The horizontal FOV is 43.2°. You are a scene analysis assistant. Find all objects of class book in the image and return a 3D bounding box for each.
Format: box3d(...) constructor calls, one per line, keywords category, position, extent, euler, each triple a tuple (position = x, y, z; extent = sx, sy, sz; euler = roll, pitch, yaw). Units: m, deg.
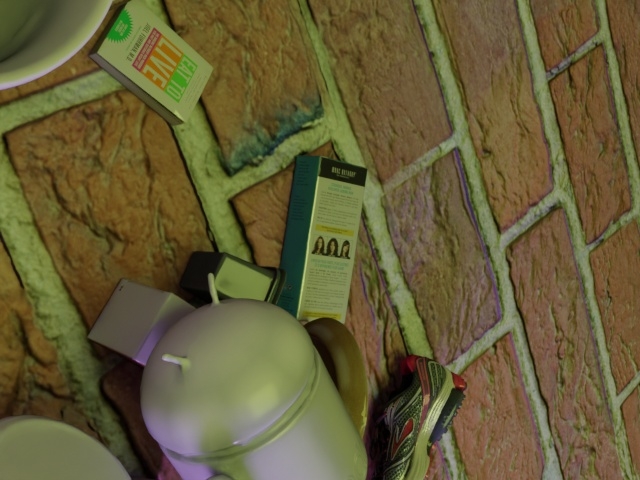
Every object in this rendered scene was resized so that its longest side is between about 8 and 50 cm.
box3d(category="book", position=(-0.213, -0.229, 1.037), extent=(0.144, 0.035, 0.096), euler=(39, 66, -36))

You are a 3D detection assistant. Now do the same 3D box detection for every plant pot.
box3d(category="plant pot", position=(-0.015, 0.223, 1.126), extent=(0.032, 0.236, 0.236), euler=(10, 88, -31))

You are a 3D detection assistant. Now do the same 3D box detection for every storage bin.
box3d(category="storage bin", position=(-0.127, 0.063, 1.084), extent=(0.091, 0.135, 0.098), euler=(29, 76, -28))

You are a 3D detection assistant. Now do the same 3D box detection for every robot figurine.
box3d(category="robot figurine", position=(-0.072, 0.209, 0.919), extent=(0.300, 0.199, 0.353), euler=(-84, 154, -54))

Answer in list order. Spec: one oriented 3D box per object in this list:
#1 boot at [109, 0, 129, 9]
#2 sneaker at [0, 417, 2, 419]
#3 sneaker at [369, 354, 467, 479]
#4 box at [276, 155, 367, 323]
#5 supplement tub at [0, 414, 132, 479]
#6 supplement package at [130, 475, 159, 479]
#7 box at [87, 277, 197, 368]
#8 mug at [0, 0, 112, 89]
box3d(category="boot", position=(-0.266, -0.352, 0.933), extent=(0.213, 0.077, 0.165), euler=(-33, 114, -18))
box3d(category="sneaker", position=(-0.438, 0.244, 0.854), extent=(0.252, 0.103, 0.111), euler=(0, 99, -35))
box3d(category="sneaker", position=(0.129, 0.335, 1.354), extent=(0.112, 0.121, 0.299), euler=(33, 67, -6))
box3d(category="box", position=(0.000, 0.000, 1.226), extent=(0.100, 0.060, 0.244), euler=(10, 89, -41))
box3d(category="supplement tub", position=(-0.323, 0.329, 0.805), extent=(0.191, 0.191, 0.272), euler=(25, 109, -40))
box3d(category="supplement package", position=(-0.264, 0.445, 0.968), extent=(0.175, 0.177, 0.293), euler=(25, 78, -41))
box3d(category="box", position=(-0.184, 0.134, 1.034), extent=(0.170, 0.130, 0.091), euler=(39, 71, -36))
box3d(category="mug", position=(-0.377, -0.303, 0.685), extent=(0.276, 0.328, 0.374), euler=(-21, 108, -38))
